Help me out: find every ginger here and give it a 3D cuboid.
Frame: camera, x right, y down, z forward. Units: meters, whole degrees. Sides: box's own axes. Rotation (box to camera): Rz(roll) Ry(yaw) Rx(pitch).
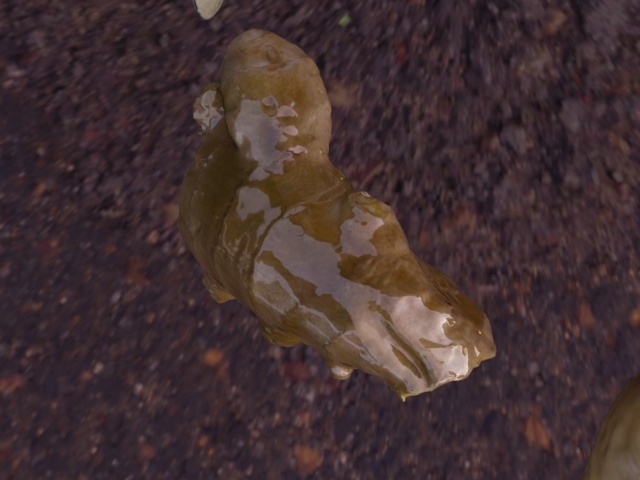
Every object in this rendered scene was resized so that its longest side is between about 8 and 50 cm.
[{"bbox_3d":[-0.012,0.003,0.720,0.115,0.081,0.205,-37,64,10],"label":"ginger"}]

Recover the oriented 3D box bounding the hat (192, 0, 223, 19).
[{"bbox_3d":[-0.034,-0.329,1.465,0.130,0.257,0.257,9,104,5],"label":"hat"}]

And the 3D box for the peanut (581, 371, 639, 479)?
[{"bbox_3d":[0.208,0.066,0.667,0.117,0.101,0.263,23,124,-37],"label":"peanut"}]
